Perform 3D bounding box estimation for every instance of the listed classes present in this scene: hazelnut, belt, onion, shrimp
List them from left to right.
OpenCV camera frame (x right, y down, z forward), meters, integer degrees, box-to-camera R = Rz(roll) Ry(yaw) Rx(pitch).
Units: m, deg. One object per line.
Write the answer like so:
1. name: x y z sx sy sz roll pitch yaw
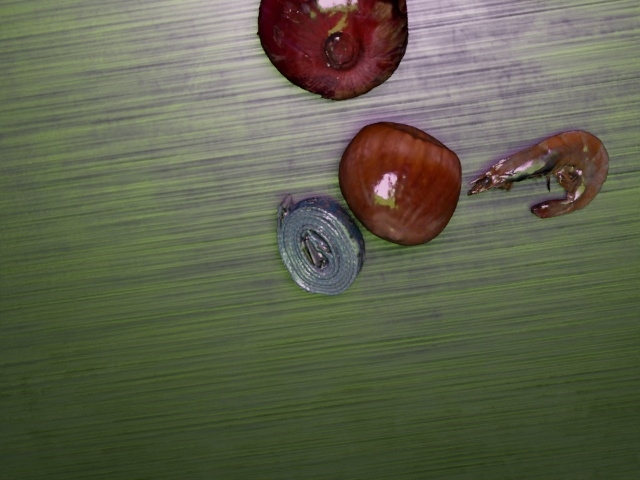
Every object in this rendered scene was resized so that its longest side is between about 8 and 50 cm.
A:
1. belt: 0.003 0.008 1.719 0.147 0.082 0.163 3 110 9
2. onion: 0.024 -0.337 1.564 0.246 0.190 0.246 -4 123 -6
3. hazelnut: 0.128 -0.088 1.634 0.214 0.214 0.176 22 146 -7
4. shrimp: 0.373 -0.099 1.707 0.251 0.052 0.143 -16 108 3
